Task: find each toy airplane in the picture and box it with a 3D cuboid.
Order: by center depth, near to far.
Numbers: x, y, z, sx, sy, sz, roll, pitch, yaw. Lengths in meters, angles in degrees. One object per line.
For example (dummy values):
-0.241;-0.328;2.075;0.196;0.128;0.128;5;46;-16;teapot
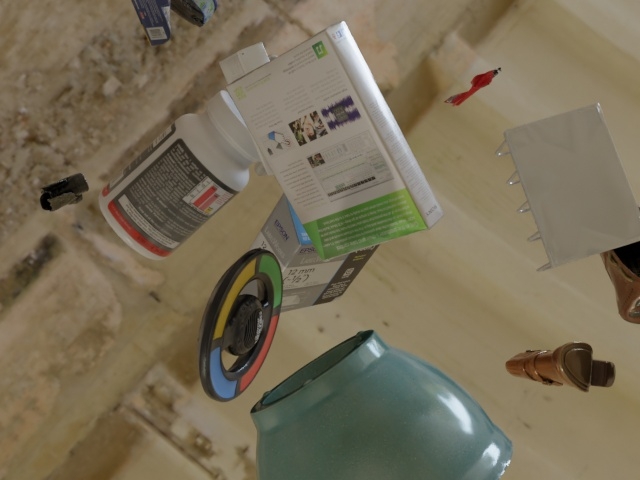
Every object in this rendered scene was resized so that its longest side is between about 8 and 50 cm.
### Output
0.350;-0.348;2.063;0.151;0.028;0.151;-32;177;-2;toy airplane

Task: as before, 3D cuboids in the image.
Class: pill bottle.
-0.288;-0.143;1.971;0.363;0.210;0.210;-40;-176;11;pill bottle

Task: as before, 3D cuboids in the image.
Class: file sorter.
0.483;-0.093;1.789;0.193;0.277;0.173;-17;170;-4;file sorter

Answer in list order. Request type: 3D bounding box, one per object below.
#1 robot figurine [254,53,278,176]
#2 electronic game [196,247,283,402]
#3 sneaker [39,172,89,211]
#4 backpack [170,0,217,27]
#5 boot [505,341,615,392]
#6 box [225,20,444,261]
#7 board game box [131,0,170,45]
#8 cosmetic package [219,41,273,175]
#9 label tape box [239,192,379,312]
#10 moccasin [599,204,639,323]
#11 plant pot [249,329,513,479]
-0.130;-0.318;2.282;0.353;0.200;0.299;141;-45;-73;robot figurine
-0.111;0.123;1.308;0.229;0.048;0.229;14;90;-70;electronic game
-0.483;-0.086;1.671;0.089;0.051;0.170;-30;-175;-25;sneaker
-0.277;-0.529;1.956;0.084;0.114;0.105;-50;-178;-16;backpack
0.363;0.200;1.436;0.152;0.197;0.073;2;-106;38;boot
0.018;-0.137;1.358;0.232;0.322;0.058;-18;-166;45;box
-0.265;-0.447;1.434;0.194;0.060;0.194;77;9;-65;board game box
-0.104;-0.247;1.715;0.060;0.239;0.099;-28;-169;-24;cosmetic package
0.000;0.000;1.866;0.249;0.115;0.347;-8;145;-41;label tape box
0.658;0.012;1.917;0.380;0.139;0.147;-68;158;-53;moccasin
0.041;0.227;1.033;0.293;0.196;0.293;-34;180;0;plant pot
